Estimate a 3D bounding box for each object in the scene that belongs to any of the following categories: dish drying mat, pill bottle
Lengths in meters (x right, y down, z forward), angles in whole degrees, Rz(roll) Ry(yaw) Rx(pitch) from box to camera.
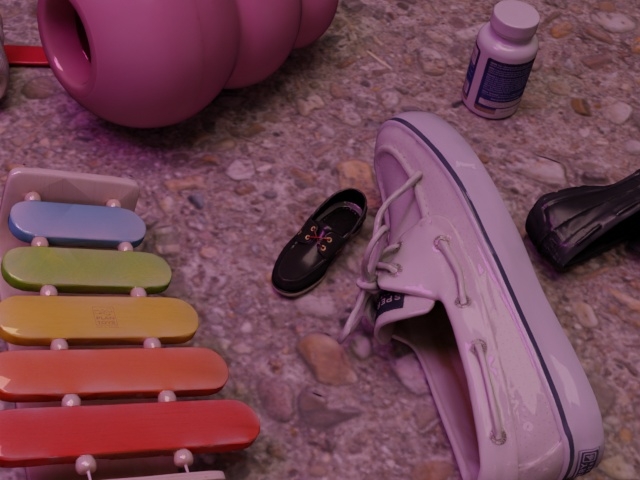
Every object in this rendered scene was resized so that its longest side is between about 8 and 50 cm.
[{"bbox_3d":[-0.327,-0.201,1.033,0.083,0.008,0.032,0,49,-7],"label":"dish drying mat"},{"bbox_3d":[0.197,-0.197,1.029,0.067,0.120,0.067,4,49,-5],"label":"pill bottle"}]

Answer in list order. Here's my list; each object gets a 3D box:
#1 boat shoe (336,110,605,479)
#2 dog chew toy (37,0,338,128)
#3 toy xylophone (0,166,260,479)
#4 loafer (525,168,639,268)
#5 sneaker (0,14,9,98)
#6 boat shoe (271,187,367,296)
[{"bbox_3d":[0.085,0.047,0.807,0.156,0.136,0.367,-13,62,-15],"label":"boat shoe"},{"bbox_3d":[-0.115,-0.240,0.980,0.331,0.207,0.206,-24,56,-35],"label":"dog chew toy"},{"bbox_3d":[-0.198,0.080,0.720,0.236,0.081,0.323,-3,49,-37],"label":"toy xylophone"},{"bbox_3d":[0.310,-0.024,0.929,0.223,0.076,0.078,-15,58,-14],"label":"loafer"},{"bbox_3d":[-0.419,-0.160,0.922,0.252,0.103,0.111,-24,58,-22],"label":"sneaker"},{"bbox_3d":[-0.002,-0.001,0.883,0.048,0.042,0.133,32,54,16],"label":"boat shoe"}]
